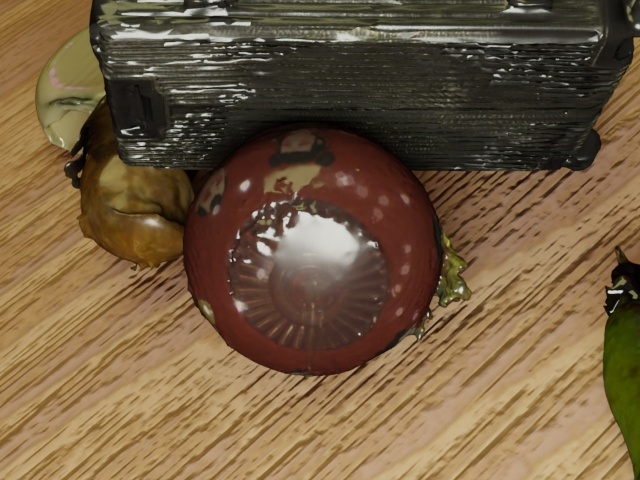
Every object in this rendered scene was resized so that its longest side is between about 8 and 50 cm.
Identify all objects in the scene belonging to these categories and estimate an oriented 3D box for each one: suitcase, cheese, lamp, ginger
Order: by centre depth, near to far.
[{"bbox_3d":[-0.004,0.003,0.884,0.156,0.157,0.135,-28,17,11],"label":"lamp"},{"bbox_3d":[0.027,-0.146,0.893,0.335,0.229,0.152,0,71,-3],"label":"suitcase"},{"bbox_3d":[-0.093,-0.094,1.067,0.133,0.107,0.309,9,45,23],"label":"ginger"},{"bbox_3d":[-0.146,-0.159,1.211,0.137,0.064,0.227,8,46,26],"label":"cheese"}]

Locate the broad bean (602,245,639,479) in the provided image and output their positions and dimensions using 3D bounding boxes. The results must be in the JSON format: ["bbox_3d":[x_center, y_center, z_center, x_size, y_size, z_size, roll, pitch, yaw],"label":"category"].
[{"bbox_3d":[0.188,0.117,0.719,0.077,0.061,0.339,-17,36,15],"label":"broad bean"}]
